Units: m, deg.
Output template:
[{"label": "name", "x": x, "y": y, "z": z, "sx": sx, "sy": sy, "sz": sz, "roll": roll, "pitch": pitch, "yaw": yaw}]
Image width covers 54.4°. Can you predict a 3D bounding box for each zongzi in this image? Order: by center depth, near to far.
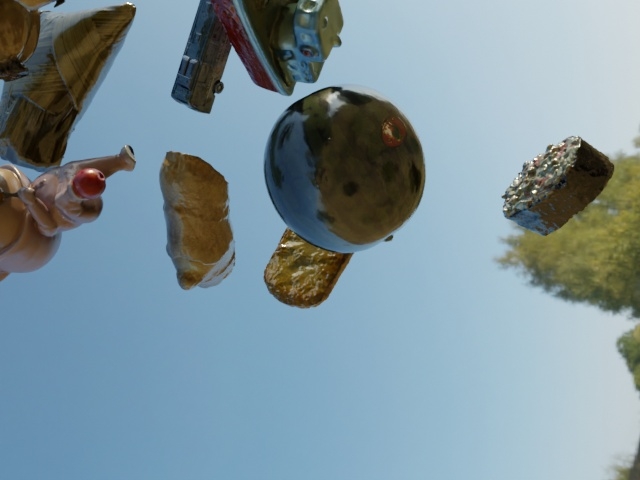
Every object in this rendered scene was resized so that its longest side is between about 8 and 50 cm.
[{"label": "zongzi", "x": -0.416, "y": -0.256, "z": 1.031, "sx": 0.134, "sy": 0.288, "sz": 0.286, "roll": 19, "pitch": -100, "yaw": -50}]

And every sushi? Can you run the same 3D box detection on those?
[{"label": "sushi", "x": 0.304, "y": -0.069, "z": 0.816, "sx": 0.078, "sy": 0.150, "sz": 0.090, "roll": 29, "pitch": -124, "yaw": -10}]

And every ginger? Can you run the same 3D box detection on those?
[{"label": "ginger", "x": -0.225, "y": -0.029, "z": 1.151, "sx": 0.354, "sy": 0.126, "sz": 0.190, "roll": 89, "pitch": -160, "yaw": -45}]

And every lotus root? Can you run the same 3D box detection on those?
[{"label": "lotus root", "x": -0.478, "y": -0.355, "z": 0.873, "sx": 0.154, "sy": 0.140, "sz": 0.256, "roll": -69, "pitch": -31, "yaw": -83}]

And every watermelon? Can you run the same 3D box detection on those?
[{"label": "watermelon", "x": 0.031, "y": -0.088, "z": 0.789, "sx": 0.212, "sy": 0.212, "sz": 0.212, "roll": -13, "pitch": -74, "yaw": -55}]

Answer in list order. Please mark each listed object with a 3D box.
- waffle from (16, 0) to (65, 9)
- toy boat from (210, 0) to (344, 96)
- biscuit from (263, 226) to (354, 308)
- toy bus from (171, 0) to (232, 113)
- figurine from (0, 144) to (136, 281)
[{"label": "waffle", "x": -0.183, "y": -0.346, "z": 0.565, "sx": 0.098, "sy": 0.224, "sz": 0.327, "roll": 56, "pitch": -165, "yaw": -41}, {"label": "toy boat", "x": -0.055, "y": -0.327, "z": 0.773, "sx": 0.332, "sy": 0.133, "sz": 0.145, "roll": 65, "pitch": -138, "yaw": -58}, {"label": "biscuit", "x": 0.000, "y": 0.000, "z": 1.007, "sx": 0.247, "sy": 0.118, "sz": 0.029, "roll": -60, "pitch": -20, "yaw": -24}, {"label": "toy bus", "x": -0.161, "y": -0.265, "z": 0.881, "sx": 0.065, "sy": 0.047, "sz": 0.166, "roll": -7, "pitch": -60, "yaw": -63}, {"label": "figurine", "x": -0.421, "y": -0.061, "z": 0.921, "sx": 0.186, "sy": 0.287, "sz": 0.176, "roll": 45, "pitch": -152, "yaw": -57}]
